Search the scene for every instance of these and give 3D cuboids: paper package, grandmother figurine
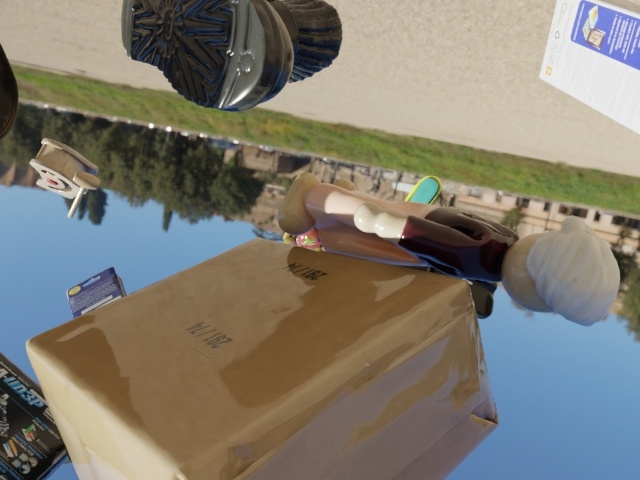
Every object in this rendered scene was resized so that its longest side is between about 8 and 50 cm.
[{"bbox_3d":[-0.057,0.136,0.547,0.310,0.168,0.325,-26,-158,-37],"label":"paper package"},{"bbox_3d":[0.122,0.001,0.593,0.208,0.103,0.342,-8,-161,-42],"label":"grandmother figurine"}]

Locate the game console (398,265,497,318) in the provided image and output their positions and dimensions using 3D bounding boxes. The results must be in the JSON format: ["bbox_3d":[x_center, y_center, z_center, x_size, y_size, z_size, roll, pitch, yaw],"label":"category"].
[{"bbox_3d":[0.230,0.082,1.179,0.361,0.213,0.044,23,167,-34],"label":"game console"}]

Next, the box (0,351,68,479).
[{"bbox_3d":[-0.381,0.189,0.610,0.220,0.051,0.175,40,-156,0],"label":"box"}]

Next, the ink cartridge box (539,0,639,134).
[{"bbox_3d":[0.522,-0.310,1.024,0.069,0.175,0.371,-6,-145,-12],"label":"ink cartridge box"}]

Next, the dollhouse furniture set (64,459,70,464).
[{"bbox_3d":[-0.870,0.612,1.938,0.198,0.301,0.151,-5,179,-37],"label":"dollhouse furniture set"}]

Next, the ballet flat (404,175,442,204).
[{"bbox_3d":[0.231,-0.071,1.530,0.077,0.231,0.077,42,-164,8],"label":"ballet flat"}]

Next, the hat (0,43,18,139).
[{"bbox_3d":[-0.558,-0.281,0.828,0.134,0.331,0.331,-19,169,36],"label":"hat"}]

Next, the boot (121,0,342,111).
[{"bbox_3d":[-0.066,-0.244,0.731,0.260,0.131,0.348,-3,-152,-37],"label":"boot"}]

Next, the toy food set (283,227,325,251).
[{"bbox_3d":[0.000,0.000,1.171,0.128,0.071,0.218,-9,168,-12],"label":"toy food set"}]

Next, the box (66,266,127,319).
[{"bbox_3d":[-0.537,0.167,1.448,0.137,0.036,0.225,-29,-135,-9],"label":"box"}]

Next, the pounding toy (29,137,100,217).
[{"bbox_3d":[-0.689,-0.158,1.545,0.154,0.154,0.270,32,158,-32],"label":"pounding toy"}]
